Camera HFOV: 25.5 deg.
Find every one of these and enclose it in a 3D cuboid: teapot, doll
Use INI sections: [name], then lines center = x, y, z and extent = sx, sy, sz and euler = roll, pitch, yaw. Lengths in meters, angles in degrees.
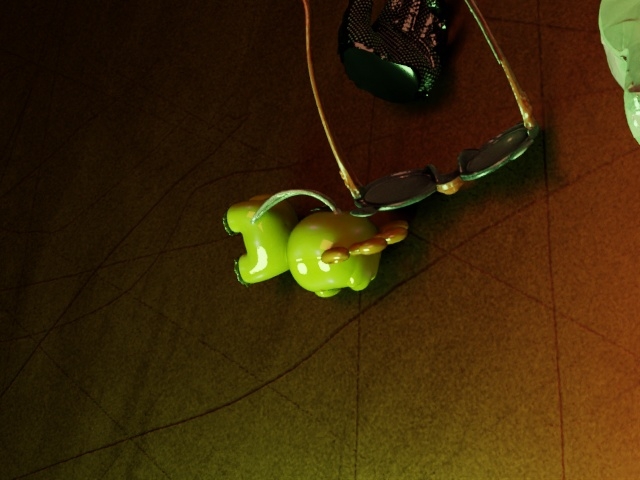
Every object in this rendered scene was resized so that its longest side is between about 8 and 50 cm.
[teapot]
center = 0.353, -0.190, 1.461
extent = 0.163, 0.178, 0.221
euler = 30, 94, 37
[doll]
center = 0.000, 0.000, 1.677
extent = 0.221, 0.143, 0.135
euler = -1, 103, 40

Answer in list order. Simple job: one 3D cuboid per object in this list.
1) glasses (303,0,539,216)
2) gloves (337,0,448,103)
[glasses]
center = 0.095, -0.175, 1.587
extent = 0.234, 0.118, 0.268
euler = -22, 105, 21
[gloves]
center = 0.099, -0.260, 1.721
extent = 0.129, 0.106, 0.180
euler = 5, 48, 28
